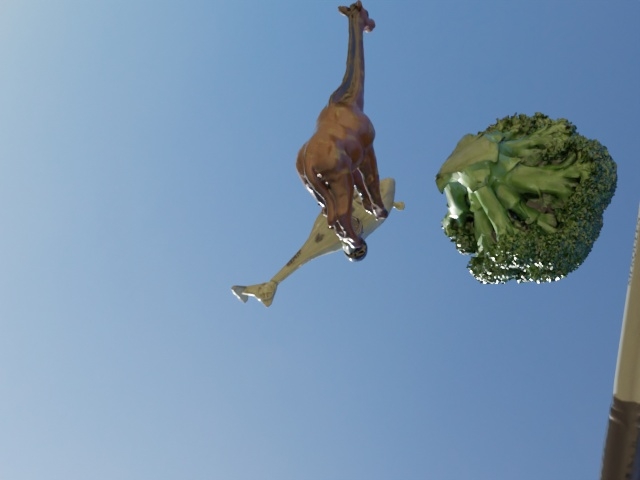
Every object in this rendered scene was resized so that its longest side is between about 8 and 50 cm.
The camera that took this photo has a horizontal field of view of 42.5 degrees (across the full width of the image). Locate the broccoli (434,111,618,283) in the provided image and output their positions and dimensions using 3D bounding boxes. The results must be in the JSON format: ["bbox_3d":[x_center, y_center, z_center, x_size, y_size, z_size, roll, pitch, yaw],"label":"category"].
[{"bbox_3d":[0.199,-0.045,0.812,0.195,0.156,0.195,-40,-160,18],"label":"broccoli"}]

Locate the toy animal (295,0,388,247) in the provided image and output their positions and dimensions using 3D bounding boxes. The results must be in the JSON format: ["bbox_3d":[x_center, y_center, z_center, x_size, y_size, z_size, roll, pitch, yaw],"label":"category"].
[{"bbox_3d":[0.034,-0.131,0.903,0.066,0.229,0.224,-6,-157,35],"label":"toy animal"}]

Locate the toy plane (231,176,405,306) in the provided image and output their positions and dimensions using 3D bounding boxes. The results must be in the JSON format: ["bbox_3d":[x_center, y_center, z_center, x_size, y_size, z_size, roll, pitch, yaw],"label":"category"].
[{"bbox_3d":[0.000,0.000,1.198,0.286,0.092,0.108,-44,-112,-9],"label":"toy plane"}]

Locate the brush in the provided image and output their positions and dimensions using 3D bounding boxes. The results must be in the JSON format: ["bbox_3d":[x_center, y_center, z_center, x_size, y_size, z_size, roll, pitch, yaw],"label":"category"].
[{"bbox_3d":[0.179,0.076,0.459,0.042,0.039,0.299,24,-71,61],"label":"brush"}]
